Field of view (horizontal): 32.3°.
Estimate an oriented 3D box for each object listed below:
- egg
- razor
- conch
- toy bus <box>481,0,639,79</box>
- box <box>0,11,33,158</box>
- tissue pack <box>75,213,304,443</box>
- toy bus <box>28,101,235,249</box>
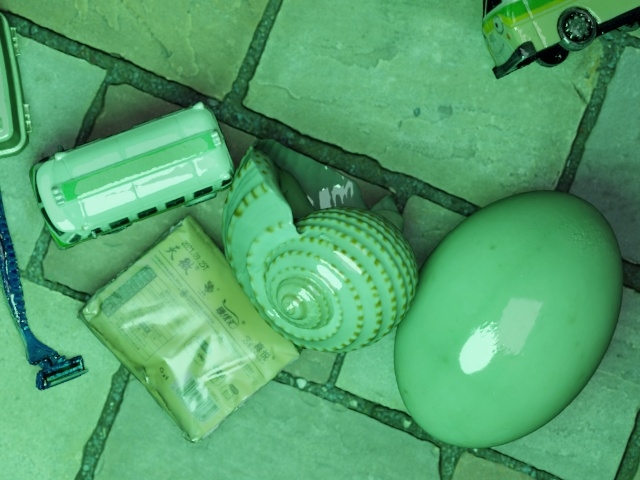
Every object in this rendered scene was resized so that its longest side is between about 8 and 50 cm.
[{"bbox_3d":[0.258,0.105,1.521,0.276,0.276,0.389,38,83,-6],"label":"egg"},{"bbox_3d":[-0.428,0.052,1.542,0.056,0.093,0.324,-23,88,28],"label":"razor"},{"bbox_3d":[-0.011,0.013,1.496,0.303,0.319,0.215,40,103,2],"label":"conch"},{"bbox_3d":[0.375,-0.370,1.612,0.305,0.143,0.179,-25,90,-7],"label":"toy bus"},{"bbox_3d":[-0.478,-0.213,1.496,0.148,0.129,0.210,-9,89,-9],"label":"box"},{"bbox_3d":[-0.182,0.127,1.538,0.215,0.123,0.257,-41,95,-9],"label":"tissue pack"},{"bbox_3d":[-0.256,-0.091,1.509,0.276,0.165,0.134,-21,91,-8],"label":"toy bus"}]
